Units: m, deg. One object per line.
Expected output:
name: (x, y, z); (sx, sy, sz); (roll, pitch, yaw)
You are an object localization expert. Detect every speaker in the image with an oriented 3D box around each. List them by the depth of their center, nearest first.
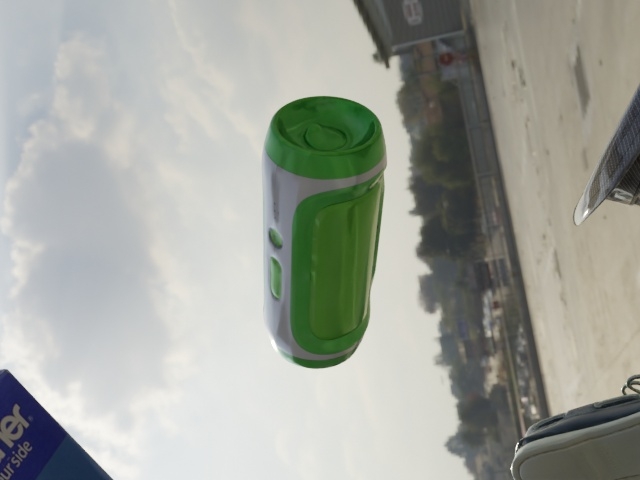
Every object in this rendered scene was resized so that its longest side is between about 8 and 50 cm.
speaker: (0.000, 0.000, 0.877); (0.131, 0.131, 0.296); (-87, 0, -50)

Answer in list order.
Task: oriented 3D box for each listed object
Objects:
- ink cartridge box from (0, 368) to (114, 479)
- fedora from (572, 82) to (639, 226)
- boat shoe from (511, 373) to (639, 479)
ink cartridge box: (-0.192, 0.250, 0.430); (0.395, 0.270, 0.151); (52, -154, -13)
fedora: (0.311, -0.095, 0.638); (0.243, 0.124, 0.275); (-53, -17, -17)
boat shoe: (0.301, 0.179, 0.756); (0.095, 0.254, 0.079); (54, -146, -11)
